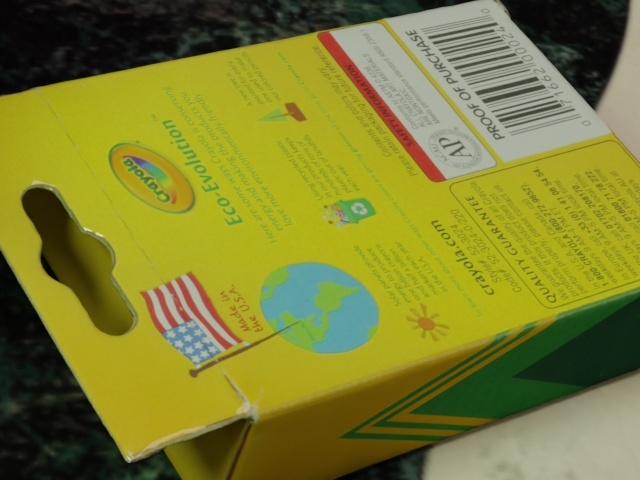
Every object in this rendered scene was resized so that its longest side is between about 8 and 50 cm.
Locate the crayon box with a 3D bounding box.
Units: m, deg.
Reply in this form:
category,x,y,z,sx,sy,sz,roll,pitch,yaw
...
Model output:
category,x,y,z,sx,sy,sz,roll,pitch,yaw
crayon box,0.000,0.000,0.772,0.318,0.081,0.202,-14,54,-32
